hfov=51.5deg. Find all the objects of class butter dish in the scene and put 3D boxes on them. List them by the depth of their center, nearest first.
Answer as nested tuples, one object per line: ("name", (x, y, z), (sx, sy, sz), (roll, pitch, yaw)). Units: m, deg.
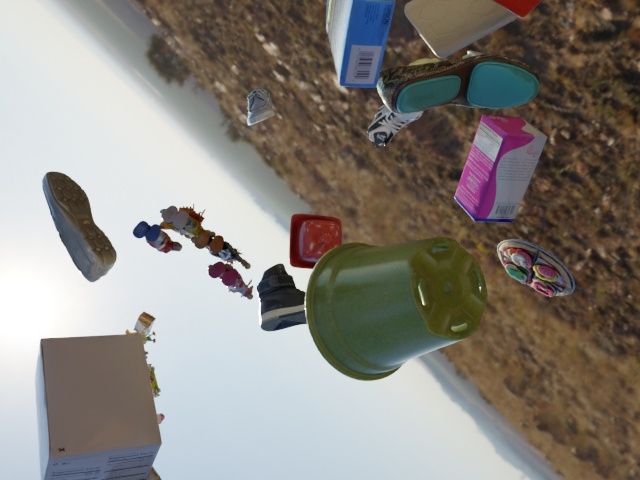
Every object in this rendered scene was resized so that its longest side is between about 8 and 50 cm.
("butter dish", (0.000, 0.000, 1.892), (0.159, 0.160, 0.118), (5, 172, -19))

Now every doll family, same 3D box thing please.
("doll family", (-0.219, 0.005, 1.269), (0.263, 0.118, 0.163), (29, 171, 7))

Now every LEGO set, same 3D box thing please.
("LEGO set", (-0.429, 0.307, 1.639), (0.132, 0.287, 0.107), (5, -173, 37))

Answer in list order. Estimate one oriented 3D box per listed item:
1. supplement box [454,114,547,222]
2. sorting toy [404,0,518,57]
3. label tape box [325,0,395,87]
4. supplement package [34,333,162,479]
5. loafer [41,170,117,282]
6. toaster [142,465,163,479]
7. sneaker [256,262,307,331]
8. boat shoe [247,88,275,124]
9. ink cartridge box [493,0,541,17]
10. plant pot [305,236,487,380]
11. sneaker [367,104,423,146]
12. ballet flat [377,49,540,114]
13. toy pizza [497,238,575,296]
("supplement box", (0.406, -0.162, 1.511), (0.111, 0.220, 0.114), (1, -147, -21))
("sorting toy", (0.296, -0.480, 1.397), (0.038, 0.193, 0.208), (54, -168, -47))
("label tape box", (0.093, -0.610, 1.763), (0.249, 0.115, 0.348), (100, 168, -47))
("supplement package", (-0.449, 0.334, 1.319), (0.204, 0.145, 0.262), (1, -133, -29))
("loafer", (-0.631, -0.038, 1.687), (0.112, 0.111, 0.319), (-4, -125, -53))
("toaster", (-0.400, 0.523, 1.398), (0.227, 0.129, 0.146), (51, 155, 15))
("sneaker", (-0.045, 0.126, 1.619), (0.086, 0.226, 0.163), (94, 166, -49))
("boat shoe", (-0.174, -0.376, 1.834), (0.227, 0.079, 0.081), (-93, -19, -70))
("ink cartridge box", (0.327, -0.630, 1.235), (0.385, 0.308, 0.091), (42, 173, 23))
("plant pot", (0.154, 0.109, 1.217), (0.276, 0.276, 0.254), (45, 146, -16))
("sneaker", (0.228, -0.369, 2.134), (0.094, 0.153, 0.235), (36, 168, -28))
("ballet flat", (0.376, -0.457, 1.853), (0.182, 0.482, 0.164), (-117, 25, -43))
("toy pizza", (0.506, 0.072, 1.576), (0.201, 0.032, 0.201), (35, 163, 12))
